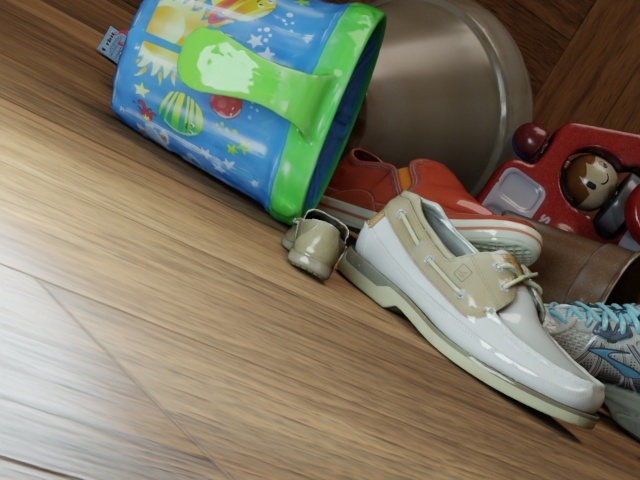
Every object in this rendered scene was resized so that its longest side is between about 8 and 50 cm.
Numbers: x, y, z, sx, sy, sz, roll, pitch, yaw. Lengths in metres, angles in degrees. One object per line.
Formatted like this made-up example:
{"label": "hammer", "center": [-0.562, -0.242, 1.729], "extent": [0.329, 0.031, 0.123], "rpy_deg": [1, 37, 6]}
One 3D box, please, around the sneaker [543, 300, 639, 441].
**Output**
{"label": "sneaker", "center": [0.289, 0.099, 1.766], "extent": [0.283, 0.122, 0.110], "rpy_deg": [29, 21, -16]}

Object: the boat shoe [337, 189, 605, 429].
{"label": "boat shoe", "center": [0.144, 0.056, 1.576], "extent": [0.302, 0.103, 0.113], "rpy_deg": [36, 8, 33]}

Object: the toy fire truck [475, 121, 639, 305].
{"label": "toy fire truck", "center": [0.320, -0.020, 2.207], "extent": [0.254, 0.302, 0.169], "rpy_deg": [36, -15, -3]}

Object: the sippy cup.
{"label": "sippy cup", "center": [-0.078, -0.159, 1.742], "extent": [0.224, 0.240, 0.305], "rpy_deg": [22, -33, 4]}

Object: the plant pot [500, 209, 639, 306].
{"label": "plant pot", "center": [0.252, 0.054, 1.928], "extent": [0.165, 0.167, 0.167], "rpy_deg": [27, 4, 22]}

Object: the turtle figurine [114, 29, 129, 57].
{"label": "turtle figurine", "center": [-0.173, -0.197, 2.013], "extent": [0.234, 0.118, 0.175], "rpy_deg": [-172, -116, -85]}

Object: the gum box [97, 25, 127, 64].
{"label": "gum box", "center": [-0.188, -0.210, 2.343], "extent": [0.184, 0.041, 0.157], "rpy_deg": [36, 8, 30]}

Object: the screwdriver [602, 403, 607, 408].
{"label": "screwdriver", "center": [0.300, 0.170, 1.818], "extent": [0.170, 0.025, 0.024], "rpy_deg": [33, 6, 21]}

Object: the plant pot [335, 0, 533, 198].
{"label": "plant pot", "center": [0.068, -0.171, 2.264], "extent": [0.323, 0.323, 0.280], "rpy_deg": [36, 23, 31]}

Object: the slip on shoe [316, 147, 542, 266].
{"label": "slip on shoe", "center": [0.115, -0.038, 1.889], "extent": [0.123, 0.101, 0.331], "rpy_deg": [24, -4, -36]}

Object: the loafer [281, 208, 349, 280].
{"label": "loafer", "center": [0.000, 0.000, 1.558], "extent": [0.056, 0.050, 0.148], "rpy_deg": [31, 6, -9]}
